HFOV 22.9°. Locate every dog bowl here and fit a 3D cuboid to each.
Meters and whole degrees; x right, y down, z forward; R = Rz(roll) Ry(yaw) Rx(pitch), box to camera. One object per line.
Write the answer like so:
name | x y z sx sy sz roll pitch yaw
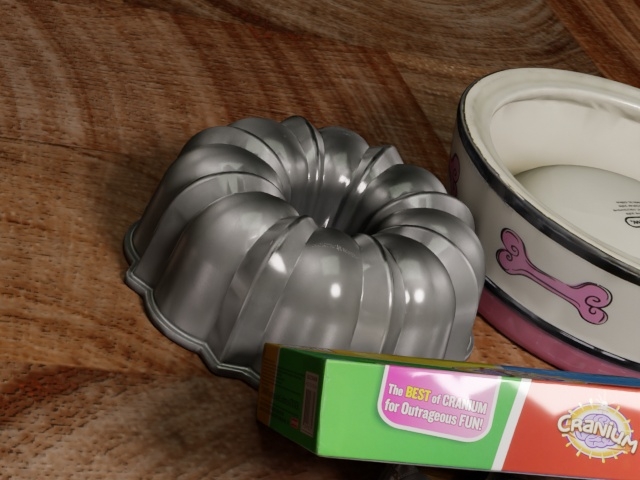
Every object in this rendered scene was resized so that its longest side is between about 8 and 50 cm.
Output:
dog bowl | 0.300 -0.004 1.545 0.408 0.150 0.408 16 30 -10

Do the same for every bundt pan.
bundt pan | 0.000 0.000 1.378 0.331 0.124 0.331 15 31 -10

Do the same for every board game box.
board game box | 0.129 0.126 1.155 0.317 0.064 0.242 6 -2 -12

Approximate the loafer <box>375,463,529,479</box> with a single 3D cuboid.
loafer | 0.121 0.193 1.199 0.170 0.061 0.062 6 32 -25
